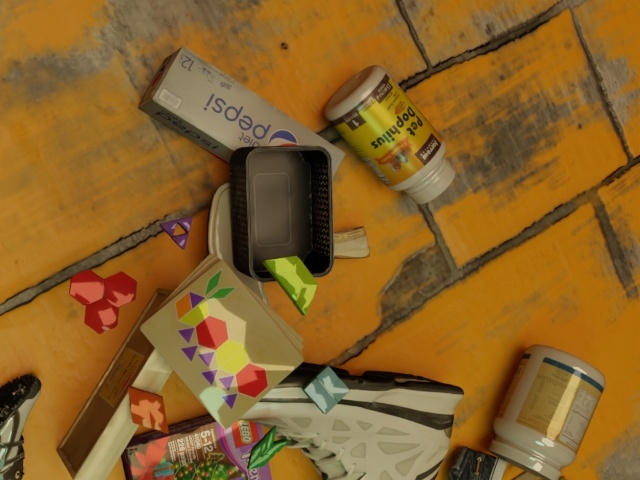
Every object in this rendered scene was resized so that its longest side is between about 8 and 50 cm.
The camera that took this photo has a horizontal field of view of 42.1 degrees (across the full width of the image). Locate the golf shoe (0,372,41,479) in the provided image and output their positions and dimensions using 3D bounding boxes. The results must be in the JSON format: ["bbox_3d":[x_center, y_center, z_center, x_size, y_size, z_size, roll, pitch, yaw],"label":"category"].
[{"bbox_3d":[-0.418,0.270,1.092,0.094,0.077,0.198,42,78,-34],"label":"golf shoe"}]

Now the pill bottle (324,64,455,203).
[{"bbox_3d":[0.114,-0.160,1.301,0.215,0.117,0.117,46,73,-18],"label":"pill bottle"}]

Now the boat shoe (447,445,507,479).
[{"bbox_3d":[0.241,0.436,1.379,0.083,0.065,0.183,18,67,17],"label":"boat shoe"}]

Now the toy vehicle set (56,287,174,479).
[{"bbox_3d":[-0.253,0.188,1.108,0.035,0.166,0.266,35,77,-21],"label":"toy vehicle set"}]

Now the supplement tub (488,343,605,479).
[{"bbox_3d":[0.382,0.293,1.414,0.144,0.144,0.199,32,78,-22],"label":"supplement tub"}]

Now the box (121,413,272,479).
[{"bbox_3d":[-0.163,0.405,1.209,0.201,0.057,0.293,-13,95,-25],"label":"box"}]

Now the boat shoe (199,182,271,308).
[{"bbox_3d":[-0.122,0.042,1.216,0.095,0.079,0.254,-17,100,-26],"label":"boat shoe"}]

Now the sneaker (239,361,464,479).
[{"bbox_3d":[0.027,0.318,1.213,0.448,0.169,0.257,13,85,-36],"label":"sneaker"}]

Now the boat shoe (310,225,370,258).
[{"bbox_3d":[0.000,0.000,1.285,0.170,0.063,0.059,0,88,-34],"label":"boat shoe"}]

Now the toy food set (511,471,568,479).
[{"bbox_3d":[0.421,0.491,1.491,0.132,0.038,0.192,-26,101,-22],"label":"toy food set"}]

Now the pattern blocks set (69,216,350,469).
[{"bbox_3d":[-0.126,0.124,1.047,0.285,0.026,0.324,-32,93,-16],"label":"pattern blocks set"}]

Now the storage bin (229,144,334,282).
[{"bbox_3d":[-0.054,-0.040,1.144,0.122,0.084,0.180,-4,97,-21],"label":"storage bin"}]

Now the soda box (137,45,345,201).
[{"bbox_3d":[-0.113,-0.158,1.207,0.286,0.098,0.091,31,78,-22],"label":"soda box"}]
